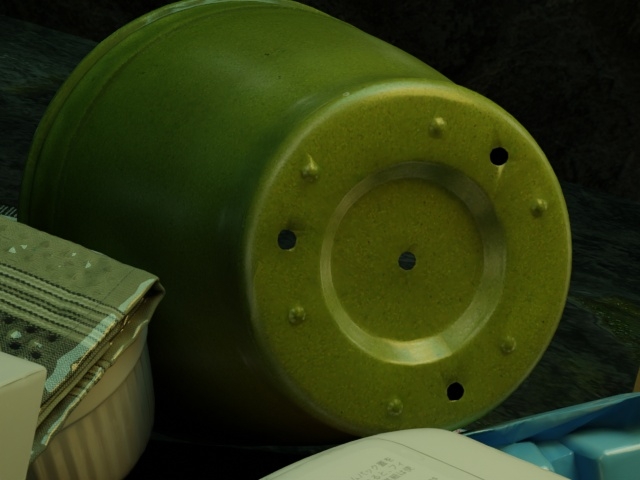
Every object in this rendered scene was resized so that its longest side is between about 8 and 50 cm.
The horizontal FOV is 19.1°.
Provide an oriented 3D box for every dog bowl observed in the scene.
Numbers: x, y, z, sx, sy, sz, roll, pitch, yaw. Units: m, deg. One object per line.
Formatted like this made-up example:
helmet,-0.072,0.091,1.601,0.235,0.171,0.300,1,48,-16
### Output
dog bowl,0.166,0.188,1.271,0.297,0.166,0.074,-12,6,-15

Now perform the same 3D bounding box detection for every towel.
towel,-0.304,0.077,1.187,0.324,0.056,0.312,19,42,22

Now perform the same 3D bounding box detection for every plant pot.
plant pot,0.000,0.000,1.382,0.366,0.366,0.353,8,2,-23

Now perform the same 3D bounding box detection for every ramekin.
ramekin,-0.209,0.104,1.289,0.207,0.109,0.207,-8,34,6

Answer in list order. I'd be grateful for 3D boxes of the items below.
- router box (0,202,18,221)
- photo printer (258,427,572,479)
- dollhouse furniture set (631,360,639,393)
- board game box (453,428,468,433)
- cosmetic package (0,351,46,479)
router box,-0.240,0.050,1.718,0.243,0.081,0.309,14,12,0
photo printer,0.064,0.200,0.919,0.307,0.107,0.256,19,29,35
dollhouse furniture set,0.371,0.166,1.732,0.183,0.129,0.129,14,12,9
board game box,0.118,0.187,1.615,0.154,0.026,0.103,14,12,5
cosmetic package,-0.278,0.144,0.928,0.224,0.224,0.138,17,13,16
